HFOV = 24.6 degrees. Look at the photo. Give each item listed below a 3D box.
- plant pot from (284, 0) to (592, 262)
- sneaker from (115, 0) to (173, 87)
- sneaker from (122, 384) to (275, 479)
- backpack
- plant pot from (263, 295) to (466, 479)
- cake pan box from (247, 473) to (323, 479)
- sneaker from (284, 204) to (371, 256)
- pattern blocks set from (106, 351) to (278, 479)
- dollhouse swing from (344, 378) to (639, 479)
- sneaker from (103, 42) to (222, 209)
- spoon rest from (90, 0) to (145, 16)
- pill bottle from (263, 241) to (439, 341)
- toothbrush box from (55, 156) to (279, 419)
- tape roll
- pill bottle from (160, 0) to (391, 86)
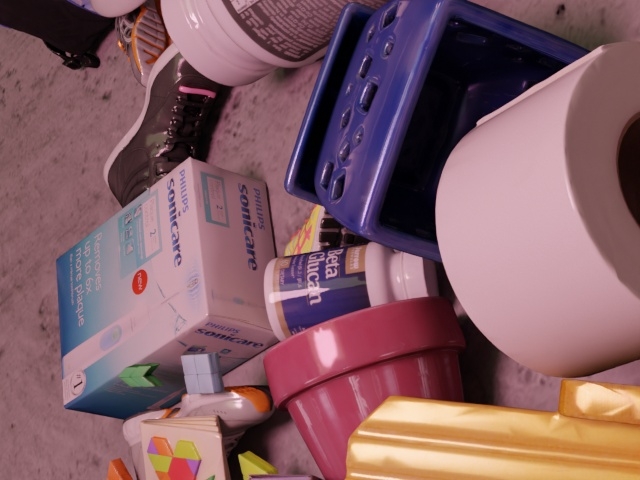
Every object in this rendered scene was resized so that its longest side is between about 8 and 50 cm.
[{"bbox_3d":[0.113,-0.104,1.439,0.212,0.236,0.236,21,93,58],"label":"plant pot"},{"bbox_3d":[-0.242,-0.279,2.030,0.083,0.084,0.215,-42,38,32],"label":"sneaker"},{"bbox_3d":[-0.133,0.243,1.716,0.262,0.099,0.121,-28,66,48],"label":"sneaker"},{"bbox_3d":[-0.415,-0.429,2.155,0.213,0.276,0.263,-44,41,25],"label":"backpack"},{"bbox_3d":[0.062,0.171,1.438,0.201,0.201,0.180,-31,71,40],"label":"plant pot"},{"bbox_3d":[-0.027,0.351,1.424,0.267,0.070,0.246,79,-170,-78],"label":"cake pan box"},{"bbox_3d":[0.000,0.000,1.643,0.094,0.081,0.208,28,99,53],"label":"sneaker"},{"bbox_3d":[-0.150,0.290,1.663,0.285,0.026,0.325,-21,84,42],"label":"pattern blocks set"},{"bbox_3d":[0.143,0.278,1.167,0.305,0.315,0.347,5,85,10],"label":"dollhouse swing"},{"bbox_3d":[-0.175,-0.130,1.884,0.296,0.104,0.147,-55,44,29],"label":"sneaker"},{"bbox_3d":[-0.216,-0.417,2.013,0.276,0.084,0.137,-51,44,3],"label":"spoon rest"},{"bbox_3d":[0.034,0.051,1.534,0.169,0.094,0.094,-10,66,15],"label":"pill bottle"},{"bbox_3d":[-0.191,0.068,1.808,0.295,0.126,0.216,-31,55,38],"label":"toothbrush box"},{"bbox_3d":[0.241,-0.021,1.220,0.169,0.246,0.246,-31,54,53],"label":"tape roll"},{"bbox_3d":[-0.007,-0.321,1.662,0.363,0.210,0.210,-26,58,42],"label":"pill bottle"}]
